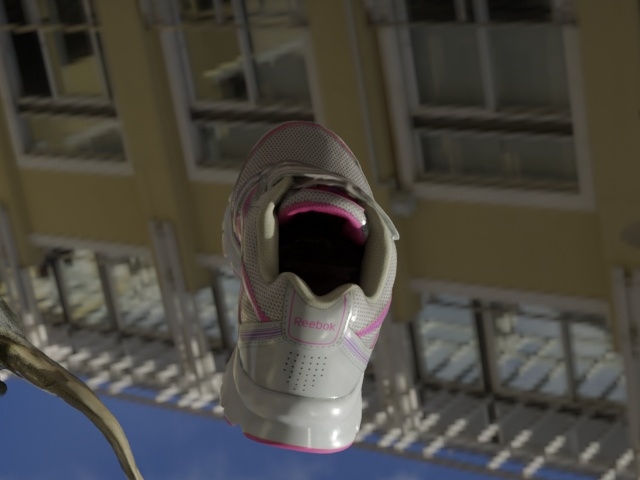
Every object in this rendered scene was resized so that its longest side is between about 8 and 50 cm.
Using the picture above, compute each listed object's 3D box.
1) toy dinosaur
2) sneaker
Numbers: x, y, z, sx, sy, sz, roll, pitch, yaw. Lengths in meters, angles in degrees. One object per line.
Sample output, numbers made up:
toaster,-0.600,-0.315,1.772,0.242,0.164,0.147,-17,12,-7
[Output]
toy dinosaur,-0.202,0.054,0.847,0.064,0.268,0.118,-50,166,-1
sneaker,0.000,0.000,0.862,0.103,0.111,0.252,9,-141,-12
